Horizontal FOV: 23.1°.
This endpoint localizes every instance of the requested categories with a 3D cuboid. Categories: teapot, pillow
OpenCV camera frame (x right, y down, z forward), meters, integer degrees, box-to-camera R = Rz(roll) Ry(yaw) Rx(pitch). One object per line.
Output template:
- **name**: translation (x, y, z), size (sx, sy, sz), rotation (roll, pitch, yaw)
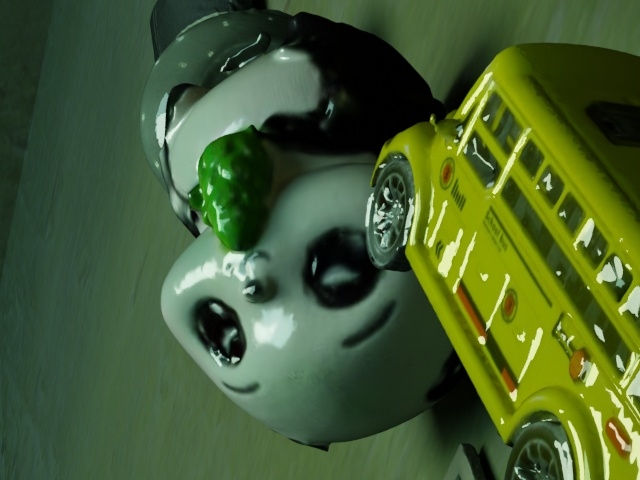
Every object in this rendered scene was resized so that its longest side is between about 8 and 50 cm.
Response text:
- **teapot**: translation (-0.062, -0.076, 1.302), size (0.251, 0.183, 0.183), rotation (122, 152, -74)
- **pillow**: translation (-0.110, -0.166, 1.572), size (0.161, 0.093, 0.335), rotation (121, 149, -42)

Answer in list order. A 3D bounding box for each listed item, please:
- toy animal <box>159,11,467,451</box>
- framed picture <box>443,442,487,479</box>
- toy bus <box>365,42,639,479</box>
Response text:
- **toy animal**: translation (-0.005, -0.004, 1.028), size (0.212, 0.213, 0.266), rotation (116, 157, -44)
- **framed picture**: translation (0.092, 0.288, 0.927), size (0.281, 0.019, 0.209), rotation (-110, 33, -54)
- **toy bus**: translation (0.134, 0.015, 0.716), size (0.330, 0.144, 0.152), rotation (-114, 36, -55)
